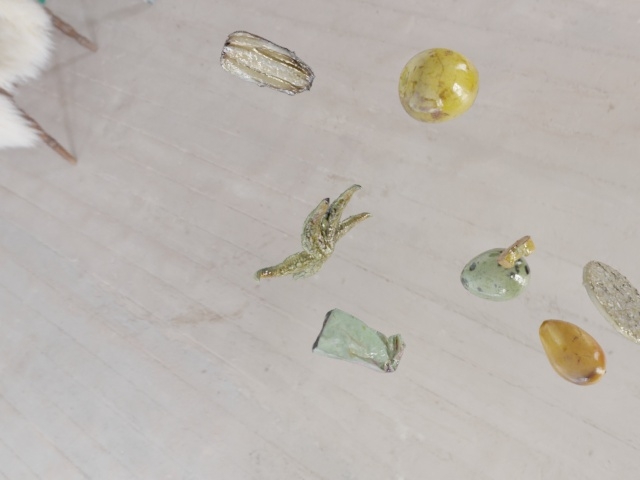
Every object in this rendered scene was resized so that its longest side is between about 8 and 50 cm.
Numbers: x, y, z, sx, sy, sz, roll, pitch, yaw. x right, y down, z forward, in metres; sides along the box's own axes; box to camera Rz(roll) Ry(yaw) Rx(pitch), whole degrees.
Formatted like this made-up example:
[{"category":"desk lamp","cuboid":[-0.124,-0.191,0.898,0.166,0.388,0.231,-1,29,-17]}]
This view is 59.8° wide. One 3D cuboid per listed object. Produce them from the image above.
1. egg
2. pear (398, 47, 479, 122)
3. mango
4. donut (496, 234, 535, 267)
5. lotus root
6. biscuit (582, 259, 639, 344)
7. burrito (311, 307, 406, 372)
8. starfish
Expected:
[{"category":"egg","cuboid":[0.571,0.116,1.825,0.228,0.177,0.177,-14,69,32]},{"category":"pear","cuboid":[0.414,-0.540,1.957,0.280,0.280,0.281,-7,72,22]},{"category":"mango","cuboid":[0.703,0.306,1.562,0.144,0.112,0.219,-20,48,-10]},{"category":"donut","cuboid":[0.519,0.032,1.469,0.108,0.097,0.043,-38,87,25]},{"category":"lotus root","cuboid":[-0.169,-0.595,1.852,0.167,0.329,0.078,-51,33,36]},{"category":"biscuit","cuboid":[0.461,0.095,0.859,0.020,0.152,0.152,-47,57,40]},{"category":"burrito","cuboid":[0.103,0.277,1.470,0.228,0.089,0.144,22,52,7]},{"category":"starfish","cuboid":[0.002,0.002,0.773,0.050,0.223,0.217,47,54,10]}]
